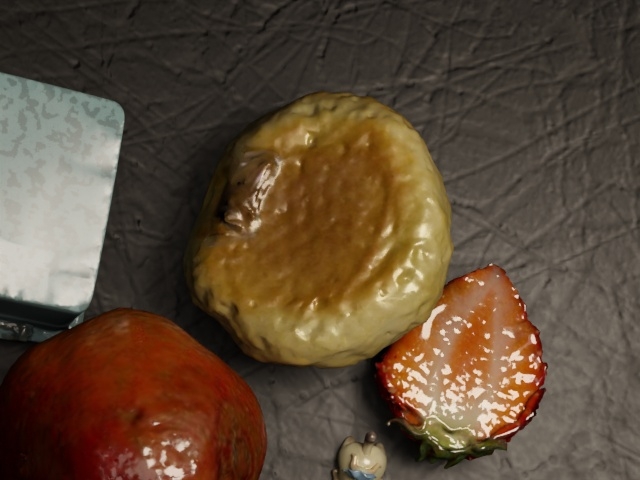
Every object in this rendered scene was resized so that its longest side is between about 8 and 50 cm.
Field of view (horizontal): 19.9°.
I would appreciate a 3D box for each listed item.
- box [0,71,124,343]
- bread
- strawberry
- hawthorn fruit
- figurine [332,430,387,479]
[{"bbox_3d":[-0.257,-0.032,1.553,0.162,0.130,0.227,14,78,-19],"label":"box"},{"bbox_3d":[0.000,0.000,1.565,0.244,0.134,0.244,-3,74,11],"label":"bread"},{"bbox_3d":[0.120,0.109,1.597,0.146,0.082,0.187,22,71,-8],"label":"strawberry"},{"bbox_3d":[-0.148,0.177,1.460,0.224,0.261,0.224,-4,109,-11],"label":"hawthorn fruit"},{"bbox_3d":[0.033,0.208,1.581,0.047,0.050,0.083,7,78,0],"label":"figurine"}]
